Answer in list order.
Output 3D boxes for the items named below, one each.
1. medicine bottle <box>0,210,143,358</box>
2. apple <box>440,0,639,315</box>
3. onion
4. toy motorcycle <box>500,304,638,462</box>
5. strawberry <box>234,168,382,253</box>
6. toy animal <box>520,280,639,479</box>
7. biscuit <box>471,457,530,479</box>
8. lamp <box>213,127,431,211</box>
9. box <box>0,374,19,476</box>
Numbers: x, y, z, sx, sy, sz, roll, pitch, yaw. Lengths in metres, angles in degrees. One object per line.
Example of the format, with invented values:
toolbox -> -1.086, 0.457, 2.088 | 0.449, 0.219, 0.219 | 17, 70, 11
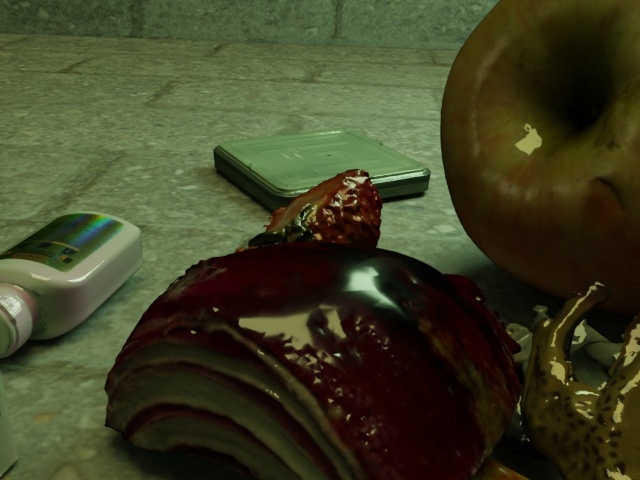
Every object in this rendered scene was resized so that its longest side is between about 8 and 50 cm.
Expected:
medicine bottle -> -0.274, 0.040, 0.747 | 0.115, 0.078, 0.219 | 8, 23, 10
apple -> 0.322, -0.111, 0.782 | 0.347, 0.391, 0.391 | 12, 9, -47
onion -> -0.008, 0.059, 0.568 | 0.315, 0.146, 0.280 | 2, 29, 33
toy motorcycle -> 0.232, 0.098, 0.614 | 0.229, 0.094, 0.130 | -19, 30, -14
strawberry -> 0.006, -0.003, 0.854 | 0.175, 0.106, 0.236 | -29, 9, 27
toy animal -> 0.199, 0.129, 0.467 | 0.149, 0.054, 0.275 | -18, 37, 27
biscuit -> 0.179, 0.192, 0.465 | 0.292, 0.026, 0.048 | 22, 24, 29
lamp -> -0.002, -0.116, 1.169 | 0.269, 0.047, 0.266 | -11, 28, -27
box -> -0.391, 0.060, 0.541 | 0.344, 0.200, 0.065 | 10, 27, 19
